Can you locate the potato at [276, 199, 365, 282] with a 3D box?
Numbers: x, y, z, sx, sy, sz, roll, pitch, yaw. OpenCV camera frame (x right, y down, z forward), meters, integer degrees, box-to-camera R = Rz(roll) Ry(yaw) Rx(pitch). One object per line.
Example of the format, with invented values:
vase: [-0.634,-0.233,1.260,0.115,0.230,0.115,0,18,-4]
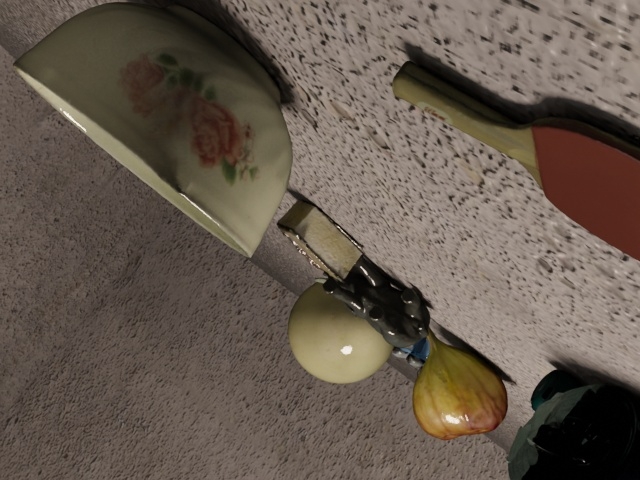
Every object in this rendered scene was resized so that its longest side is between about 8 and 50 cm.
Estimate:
potato: [-0.001,-0.001,1.358,0.122,0.061,0.086,44,171,-27]

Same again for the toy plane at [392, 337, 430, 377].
toy plane: [0.243,0.258,1.735,0.246,0.078,0.169,40,172,-18]

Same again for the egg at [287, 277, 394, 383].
egg: [0.040,0.155,1.645,0.188,0.189,0.253,39,168,-7]

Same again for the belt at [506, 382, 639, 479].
belt: [0.284,0.228,1.002,0.078,0.151,0.198,37,158,-15]

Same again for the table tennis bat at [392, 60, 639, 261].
table tennis bat: [0.144,-0.038,0.526,0.246,0.022,0.138,33,171,22]

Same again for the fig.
fig: [0.198,0.224,1.507,0.160,0.143,0.231,-15,126,42]

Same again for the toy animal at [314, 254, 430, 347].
toy animal: [0.064,0.077,1.445,0.269,0.082,0.137,31,170,41]

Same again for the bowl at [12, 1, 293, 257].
bowl: [-0.130,-0.120,0.876,0.277,0.145,0.277,37,172,6]

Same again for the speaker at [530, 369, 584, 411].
speaker: [0.297,0.188,1.132,0.075,0.060,0.094,38,-151,2]
